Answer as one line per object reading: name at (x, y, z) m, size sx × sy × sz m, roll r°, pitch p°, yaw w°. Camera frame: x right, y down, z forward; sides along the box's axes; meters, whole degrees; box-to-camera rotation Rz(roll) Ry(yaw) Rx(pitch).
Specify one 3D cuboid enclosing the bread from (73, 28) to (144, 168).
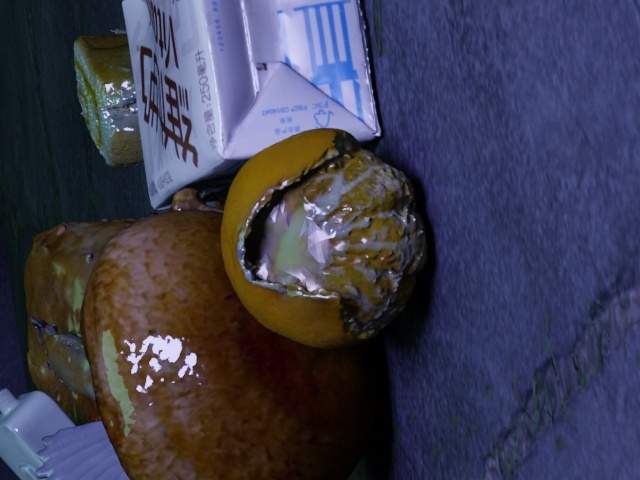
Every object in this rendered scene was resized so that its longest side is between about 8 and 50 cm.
bread at (-0.204, -0.165, 2.109) m, size 0.110 × 0.103 × 0.156 m, roll 127°, pitch 127°, yaw -75°

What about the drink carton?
drink carton at (-0.068, -0.143, 1.609) m, size 0.324 × 0.132 × 0.194 m, roll 157°, pitch 105°, yaw -75°

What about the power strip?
power strip at (-0.204, 0.297, 2.025) m, size 0.385 × 0.062 × 0.091 m, roll 50°, pitch 151°, yaw -12°

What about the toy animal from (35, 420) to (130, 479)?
toy animal at (-0.142, 0.283, 1.823) m, size 0.302 × 0.225 × 0.284 m, roll -36°, pitch 23°, yaw 40°

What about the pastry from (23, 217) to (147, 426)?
pastry at (-0.196, 0.110, 2.106) m, size 0.311 × 0.162 × 0.255 m, roll 52°, pitch 137°, yaw 42°

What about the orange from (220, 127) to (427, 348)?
orange at (0.000, 0.000, 1.407) m, size 0.156 × 0.134 × 0.157 m, roll 5°, pitch 100°, yaw 29°

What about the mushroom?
mushroom at (-0.071, 0.087, 1.544) m, size 0.195 × 0.263 × 0.283 m, roll -47°, pitch 53°, yaw 27°

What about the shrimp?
shrimp at (-0.157, 0.079, 1.914) m, size 0.287 × 0.068 × 0.185 m, roll -40°, pitch 56°, yaw 31°
